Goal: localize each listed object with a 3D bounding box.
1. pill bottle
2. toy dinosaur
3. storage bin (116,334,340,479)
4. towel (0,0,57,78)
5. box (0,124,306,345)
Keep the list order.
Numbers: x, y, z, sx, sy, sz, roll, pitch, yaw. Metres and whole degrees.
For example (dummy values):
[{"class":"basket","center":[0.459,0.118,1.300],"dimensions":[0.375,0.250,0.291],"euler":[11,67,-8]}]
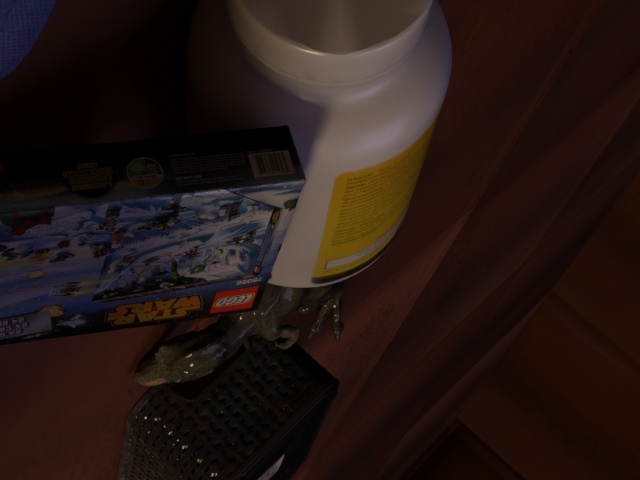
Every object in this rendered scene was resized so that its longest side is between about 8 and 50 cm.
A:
[{"class":"pill bottle","center":[-0.003,-0.059,0.583],"dimensions":[0.103,0.103,0.184],"euler":[-44,167,-21]},{"class":"toy dinosaur","center":[0.000,0.000,0.876],"dimensions":[0.268,0.064,0.118],"euler":[-52,161,0]},{"class":"storage bin","center":[-0.068,0.141,1.001],"dimensions":[0.122,0.084,0.180],"euler":[-41,166,-28]},{"class":"towel","center":[-0.096,-0.124,0.166],"dimensions":[0.243,0.040,0.336],"euler":[-62,162,17]},{"class":"box","center":[-0.081,0.001,0.518],"dimensions":[0.137,0.027,0.094],"euler":[-7,149,-19]}]
